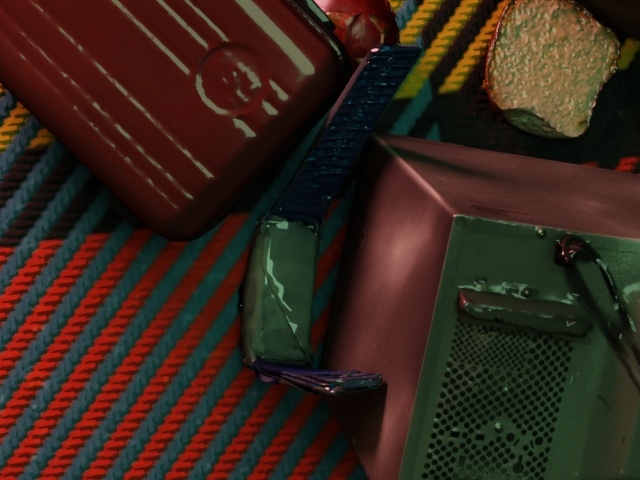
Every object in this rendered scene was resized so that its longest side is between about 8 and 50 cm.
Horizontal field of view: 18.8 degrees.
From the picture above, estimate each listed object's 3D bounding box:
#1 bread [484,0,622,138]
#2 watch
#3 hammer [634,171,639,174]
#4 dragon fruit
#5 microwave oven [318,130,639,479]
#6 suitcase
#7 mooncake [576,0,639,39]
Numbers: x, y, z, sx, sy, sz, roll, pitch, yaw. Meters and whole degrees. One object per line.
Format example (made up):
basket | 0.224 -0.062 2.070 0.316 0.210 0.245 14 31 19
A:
bread | 0.207 -0.160 1.770 0.126 0.044 0.129 27 75 -15
watch | 0.000 -0.011 1.582 0.068 0.274 0.276 9 85 -13
hammer | 0.275 -0.047 1.776 0.246 0.029 0.103 -27 89 -16
dragon fruit | -0.011 -0.204 1.708 0.190 0.094 0.094 25 78 3
microwave oven | 0.252 0.084 1.561 0.432 0.374 0.236 8 102 -12
suitcase | -0.140 -0.168 1.610 0.297 0.161 0.236 45 100 -2
mooncake | 0.303 -0.265 1.694 0.275 0.275 0.135 26 81 -7
